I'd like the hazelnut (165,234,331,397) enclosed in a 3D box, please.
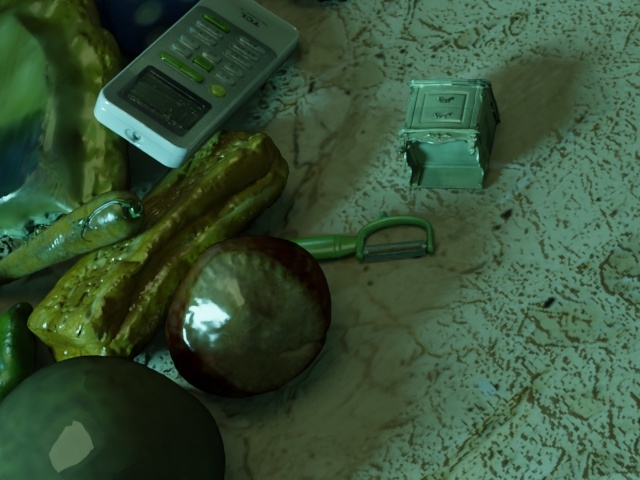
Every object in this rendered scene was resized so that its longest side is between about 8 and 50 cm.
[{"bbox_3d":[-0.066,0.063,1.693,0.154,0.143,0.143,-49,55,0],"label":"hazelnut"}]

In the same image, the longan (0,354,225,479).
[{"bbox_3d":[-0.186,0.186,1.602,0.212,0.198,0.198,-25,52,-5],"label":"longan"}]

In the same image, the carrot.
[{"bbox_3d":[-0.246,0.007,1.777,0.254,0.049,0.049,-24,44,39],"label":"carrot"}]

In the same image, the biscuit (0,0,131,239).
[{"bbox_3d":[-0.334,-0.101,1.878,0.335,0.078,0.329,-32,57,14],"label":"biscuit"}]

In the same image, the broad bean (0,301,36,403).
[{"bbox_3d":[-0.278,0.131,1.745,0.046,0.061,0.195,-6,53,17],"label":"broad bean"}]

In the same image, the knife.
[{"bbox_3d":[0.000,0.000,1.788,0.212,0.015,0.054,-7,53,12],"label":"knife"}]

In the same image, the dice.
[{"bbox_3d":[-0.182,-0.282,1.965,0.146,0.143,0.146,-31,53,-7],"label":"dice"}]

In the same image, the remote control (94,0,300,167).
[{"bbox_3d":[-0.114,-0.160,1.851,0.103,0.034,0.250,34,42,6],"label":"remote control"}]

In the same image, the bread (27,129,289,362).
[{"bbox_3d":[-0.146,0.008,1.777,0.271,0.077,0.139,-50,27,-24],"label":"bread"}]

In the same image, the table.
[{"bbox_3d":[0.117,-0.098,1.794,0.079,0.062,0.083,1,56,18],"label":"table"}]
